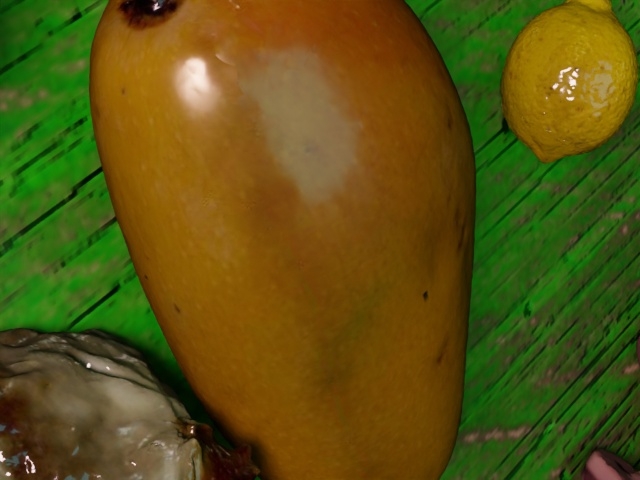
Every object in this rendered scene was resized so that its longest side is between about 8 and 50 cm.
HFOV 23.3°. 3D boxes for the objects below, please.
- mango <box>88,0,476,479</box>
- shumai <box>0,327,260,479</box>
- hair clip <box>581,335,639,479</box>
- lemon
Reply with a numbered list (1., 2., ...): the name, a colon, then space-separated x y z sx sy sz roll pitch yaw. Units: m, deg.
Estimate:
1. mango: 0.000 0.000 0.557 0.138 0.113 0.253 -52 134 -40
2. shumai: -0.072 0.085 0.513 0.123 0.087 0.099 3 96 -47
3. hair clip: 0.212 0.121 0.823 0.102 0.123 0.138 -48 130 7
4. lemon: 0.114 -0.075 0.706 0.062 0.062 0.083 10 97 -48
